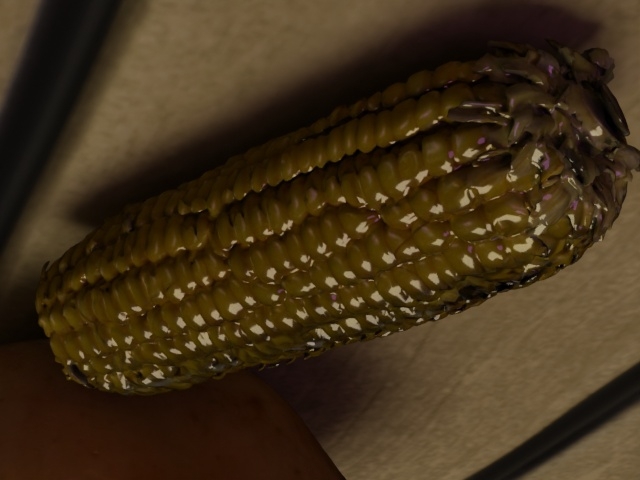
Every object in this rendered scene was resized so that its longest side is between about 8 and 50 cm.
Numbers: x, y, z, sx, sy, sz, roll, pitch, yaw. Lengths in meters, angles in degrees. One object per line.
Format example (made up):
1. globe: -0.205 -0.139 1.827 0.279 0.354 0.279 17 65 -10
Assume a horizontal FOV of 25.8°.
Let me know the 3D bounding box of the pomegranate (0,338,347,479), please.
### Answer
1. pomegranate: -0.142 0.252 0.843 0.411 0.411 0.411 0 150 0

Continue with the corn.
1. corn: 0.000 0.000 0.646 0.318 0.115 0.115 -20 144 34
